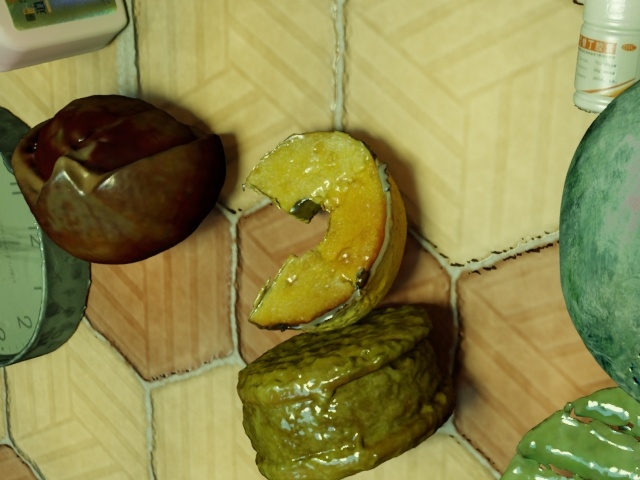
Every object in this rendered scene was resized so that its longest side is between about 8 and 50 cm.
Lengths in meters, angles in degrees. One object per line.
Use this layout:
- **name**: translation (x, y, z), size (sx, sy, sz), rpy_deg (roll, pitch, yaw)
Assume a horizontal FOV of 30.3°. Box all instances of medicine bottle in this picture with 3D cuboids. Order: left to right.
- **medicine bottle**: translation (-0.289, -0.218, 1.092), size (0.078, 0.219, 0.115), rpy_deg (-33, 86, 40)
- **medicine bottle**: translation (0.212, -0.138, 0.840), size (0.057, 0.057, 0.089), rpy_deg (17, 116, 32)

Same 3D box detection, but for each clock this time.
- **clock**: translation (-0.391, -0.002, 1.350), size (0.312, 0.061, 0.313), rpy_deg (14, 113, 34)

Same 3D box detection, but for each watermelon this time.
- **watermelon**: translation (0.271, -0.007, 0.732), size (0.321, 0.188, 0.175), rpy_deg (-11, 125, 37)

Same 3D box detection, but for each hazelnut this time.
- **hazelnut**: translation (-0.184, -0.063, 1.104), size (0.201, 0.170, 0.160), rpy_deg (-17, 121, 32)

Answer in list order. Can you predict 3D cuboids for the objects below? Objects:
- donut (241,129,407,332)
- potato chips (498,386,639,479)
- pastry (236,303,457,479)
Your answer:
- **donut**: translation (0.010, -0.005, 1.000), size (0.146, 0.078, 0.181), rpy_deg (-17, 61, 27)
- **potato chips**: translation (0.314, 0.272, 0.819), size (0.389, 0.097, 0.373), rpy_deg (1, 123, 44)
- **pastry**: translation (0.022, 0.128, 1.001), size (0.188, 0.188, 0.103), rpy_deg (-15, 99, 40)
